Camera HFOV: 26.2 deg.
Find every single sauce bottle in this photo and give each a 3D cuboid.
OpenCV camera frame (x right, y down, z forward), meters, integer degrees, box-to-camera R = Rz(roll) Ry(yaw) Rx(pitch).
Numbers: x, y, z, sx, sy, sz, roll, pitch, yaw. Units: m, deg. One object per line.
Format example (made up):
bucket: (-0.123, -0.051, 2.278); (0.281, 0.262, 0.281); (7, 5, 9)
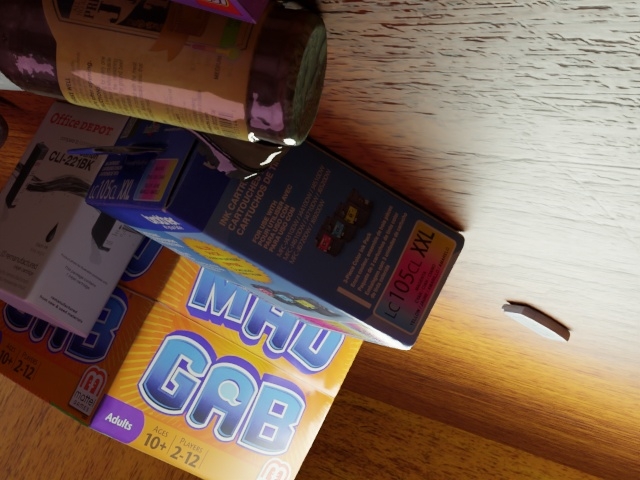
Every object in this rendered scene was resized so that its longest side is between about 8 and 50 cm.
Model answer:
sauce bottle: (-0.171, -0.156, 1.067); (0.344, 0.111, 0.111); (12, 168, 9)

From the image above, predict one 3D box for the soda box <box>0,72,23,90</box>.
soda box: (-0.285, -0.196, 1.280); (0.098, 0.091, 0.286); (3, 180, -25)

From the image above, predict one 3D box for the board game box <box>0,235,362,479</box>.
board game box: (-0.202, 0.112, 1.948); (0.356, 0.356, 0.356); (34, 170, -40)

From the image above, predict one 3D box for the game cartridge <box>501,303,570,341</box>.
game cartridge: (0.276, 0.104, 1.751); (0.083, 0.017, 0.056); (30, 173, -25)

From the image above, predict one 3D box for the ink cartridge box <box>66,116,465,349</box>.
ink cartridge box: (-0.081, -0.038, 1.531); (0.395, 0.151, 0.270); (32, 169, -24)

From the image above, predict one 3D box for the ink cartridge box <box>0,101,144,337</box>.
ink cartridge box: (-0.325, -0.035, 1.793); (0.197, 0.273, 0.114); (15, 162, 48)

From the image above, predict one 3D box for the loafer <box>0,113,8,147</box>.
loafer: (-0.596, -0.218, 1.978); (0.319, 0.112, 0.111); (30, 178, -18)

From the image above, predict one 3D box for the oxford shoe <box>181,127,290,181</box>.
oxford shoe: (-0.117, -0.149, 1.288); (0.227, 0.082, 0.096); (32, 145, -24)

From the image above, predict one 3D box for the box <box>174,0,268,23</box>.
box: (-0.188, -0.250, 0.936); (0.293, 0.057, 0.201); (20, 168, 29)
